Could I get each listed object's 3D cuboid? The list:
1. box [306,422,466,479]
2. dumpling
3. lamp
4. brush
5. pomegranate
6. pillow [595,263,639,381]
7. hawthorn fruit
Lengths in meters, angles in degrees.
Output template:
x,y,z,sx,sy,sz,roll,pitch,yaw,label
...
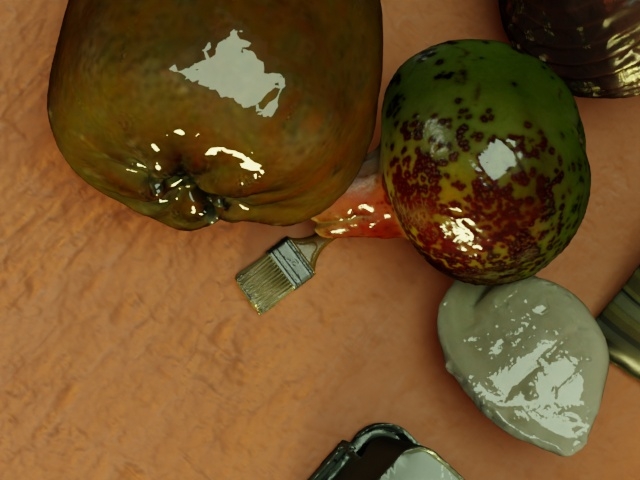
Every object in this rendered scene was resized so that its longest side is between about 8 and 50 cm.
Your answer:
x,y,z,sx,sy,sz,roll,pitch,yaw,label
0.094,0.275,1.404,0.243,0.135,0.163,46,76,-5,box
0.171,0.101,1.464,0.150,0.092,0.176,3,80,-13,dumpling
0.257,-0.236,1.457,0.247,0.247,0.247,2,83,-13,lamp
0.000,0.000,1.479,0.170,0.014,0.043,-37,94,-15,brush
0.103,-0.056,1.424,0.247,0.214,0.214,-17,87,9,pomegranate
0.377,0.066,1.514,0.208,0.052,0.212,35,103,-4,pillow
-0.073,-0.162,1.356,0.267,0.268,0.301,13,75,-11,hawthorn fruit
